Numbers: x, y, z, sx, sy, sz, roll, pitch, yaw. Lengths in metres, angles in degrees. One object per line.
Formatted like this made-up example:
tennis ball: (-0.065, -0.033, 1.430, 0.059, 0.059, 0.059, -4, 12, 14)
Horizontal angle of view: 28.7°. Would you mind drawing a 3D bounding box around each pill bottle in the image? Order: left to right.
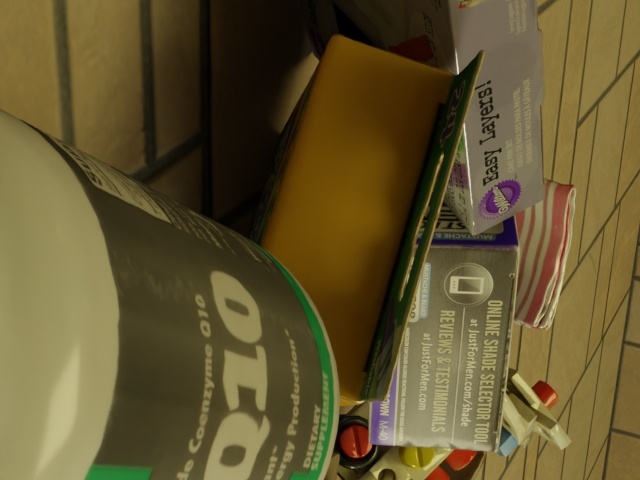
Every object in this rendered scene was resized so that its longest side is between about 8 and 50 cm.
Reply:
pill bottle: (-0.141, 0.054, 0.515, 0.361, 0.204, 0.204, 29, 75, -67)

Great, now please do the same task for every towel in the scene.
towel: (0.158, 0.000, 1.239, 0.029, 0.197, 0.144, 6, 96, -47)

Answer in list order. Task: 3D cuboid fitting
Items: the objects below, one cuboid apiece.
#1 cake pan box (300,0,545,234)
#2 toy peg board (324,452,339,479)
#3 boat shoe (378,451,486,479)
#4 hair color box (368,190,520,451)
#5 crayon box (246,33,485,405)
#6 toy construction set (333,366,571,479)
cake pan box: (0.055, -0.165, 0.843, 0.070, 0.245, 0.267, -27, 141, -10)
toy peg board: (-0.005, 0.256, 0.907, 0.161, 0.079, 0.161, -13, 114, -66)
boat shoe: (0.085, 0.261, 1.326, 0.110, 0.122, 0.341, 162, -51, -73)
hair color box: (0.097, -0.005, 1.041, 0.339, 0.110, 0.185, -85, 177, -59)
crayon box: (0.000, 0.000, 0.809, 0.323, 0.083, 0.203, 139, -32, -78)
toy construction set: (0.109, 0.221, 1.185, 0.328, 0.215, 0.151, -43, -178, -27)
